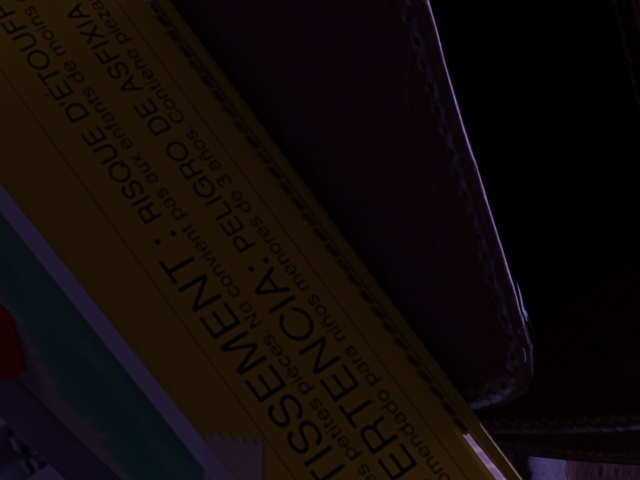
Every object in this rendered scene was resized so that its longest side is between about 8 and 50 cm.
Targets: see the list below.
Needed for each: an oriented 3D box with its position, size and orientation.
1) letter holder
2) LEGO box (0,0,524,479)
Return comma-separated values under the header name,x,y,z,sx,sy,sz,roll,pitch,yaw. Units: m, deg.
name,x,y,z,sx,sy,sz,roll,pitch,yaw
letter holder,0.000,0.000,0.571,0.302,0.152,0.214,1,-67,49
LEGO box,-0.205,0.050,0.409,0.500,0.372,0.193,54,-36,8
